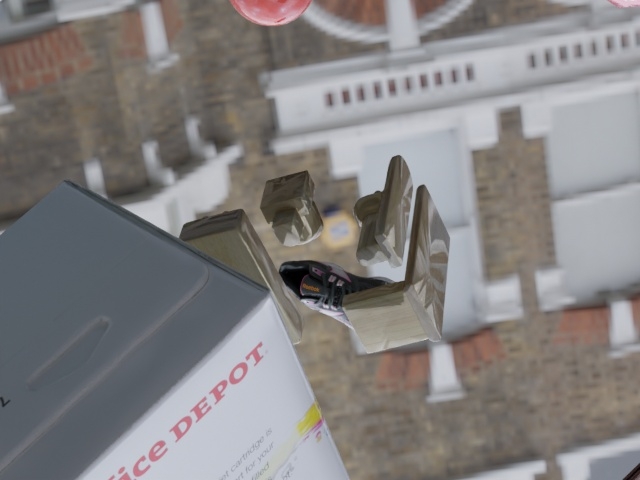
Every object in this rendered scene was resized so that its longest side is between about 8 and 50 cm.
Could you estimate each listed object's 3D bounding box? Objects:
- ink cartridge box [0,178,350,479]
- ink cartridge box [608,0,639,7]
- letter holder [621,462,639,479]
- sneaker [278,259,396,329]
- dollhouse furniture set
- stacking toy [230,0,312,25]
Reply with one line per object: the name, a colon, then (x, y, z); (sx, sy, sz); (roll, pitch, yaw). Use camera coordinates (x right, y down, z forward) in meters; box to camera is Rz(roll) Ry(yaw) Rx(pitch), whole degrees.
ink cartridge box: (-0.122, 0.143, 0.971); (0.197, 0.270, 0.198); (28, -119, 38)
ink cartridge box: (0.312, -0.377, 1.721); (0.218, 0.159, 0.092); (24, 170, -31)
letter holder: (0.283, 0.254, 1.163); (0.214, 0.302, 0.152); (-10, -126, -44)
sneaker: (0.016, 0.063, 1.752); (0.077, 0.072, 0.178); (14, 179, -41)
dollhouse furniture set: (0.000, 0.000, 1.175); (0.151, 0.144, 0.123); (-15, -146, 20)
stacking toy: (0.033, -0.338, 1.473); (0.330, 0.141, 0.141); (-49, -151, -7)
